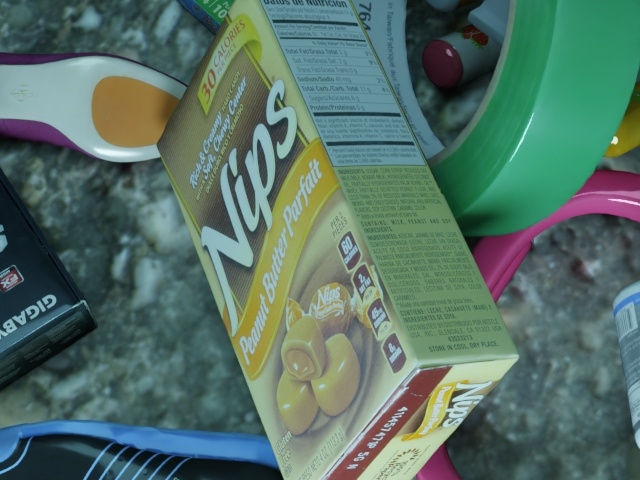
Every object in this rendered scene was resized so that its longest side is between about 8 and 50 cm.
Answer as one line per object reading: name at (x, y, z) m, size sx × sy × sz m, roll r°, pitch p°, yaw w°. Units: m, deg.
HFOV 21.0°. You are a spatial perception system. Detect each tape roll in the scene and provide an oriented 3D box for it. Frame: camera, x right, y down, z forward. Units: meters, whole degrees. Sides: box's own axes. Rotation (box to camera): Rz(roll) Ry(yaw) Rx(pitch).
tape roll at (0.091, -0.163, 1.181) m, size 0.077 × 0.321 × 0.321 m, roll 1°, pitch 58°, yaw -32°

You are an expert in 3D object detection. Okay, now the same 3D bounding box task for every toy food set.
toy food set at (0.135, -0.113, 1.240) m, size 0.104 × 0.111 × 0.232 m, roll -26°, pitch 54°, yaw -33°

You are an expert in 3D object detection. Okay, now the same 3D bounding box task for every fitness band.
fitness band at (0.180, 0.087, 1.193) m, size 0.209 × 0.054 × 0.291 m, roll 27°, pitch 72°, yaw 16°

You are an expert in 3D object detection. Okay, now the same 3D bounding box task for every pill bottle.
pill bottle at (0.236, 0.096, 1.111) m, size 0.078 × 0.078 × 0.137 m, roll -8°, pitch 66°, yaw 4°

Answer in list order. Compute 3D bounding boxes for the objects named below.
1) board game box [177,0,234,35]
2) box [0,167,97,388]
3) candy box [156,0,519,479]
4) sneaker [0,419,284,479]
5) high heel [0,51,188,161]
board game box at (-0.011, -0.239, 1.379) m, size 0.211 × 0.039 × 0.160 m, roll -41°, pitch 66°, yaw -13°
box at (-0.302, 0.049, 1.276) m, size 0.220 × 0.051 × 0.175 m, roll -32°, pitch 65°, yaw -8°
candy box at (0.000, 0.000, 1.170) m, size 0.087 × 0.183 × 0.316 m, roll -3°, pitch 55°, yaw -33°
sneaker at (-0.133, 0.179, 1.173) m, size 0.232 × 0.081 × 0.090 m, roll 0°, pitch 58°, yaw 7°
high heel at (-0.207, -0.107, 1.344) m, size 0.244 × 0.117 × 0.082 m, roll 0°, pitch 98°, yaw -8°
